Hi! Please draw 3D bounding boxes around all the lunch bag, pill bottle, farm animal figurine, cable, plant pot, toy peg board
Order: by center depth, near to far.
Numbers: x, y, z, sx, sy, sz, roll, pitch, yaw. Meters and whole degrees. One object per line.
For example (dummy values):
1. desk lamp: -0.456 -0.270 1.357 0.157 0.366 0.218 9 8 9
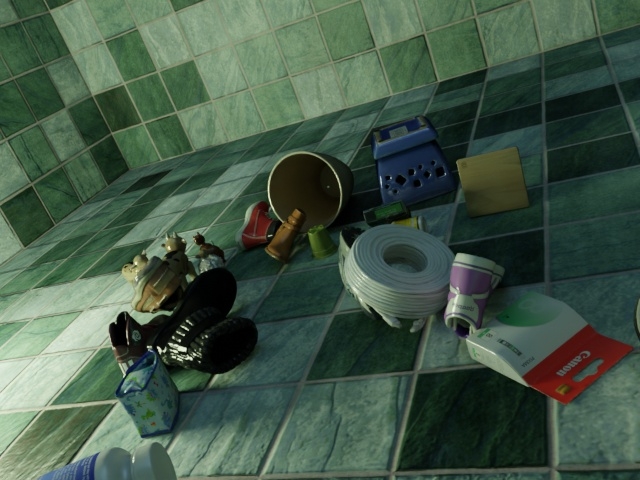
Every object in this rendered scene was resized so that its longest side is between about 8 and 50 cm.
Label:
1. pill bottle: -0.397 0.457 1.117 0.271 0.152 0.152 -22 23 0
2. lunch bag: -0.367 0.330 1.401 0.096 0.129 0.151 -15 24 14
3. cable: 0.181 0.064 1.431 0.257 0.089 0.257 34 44 27
4. toy peg board: 0.469 -0.161 1.725 0.161 0.161 0.079 -11 9 24
5. pill bottle: 0.229 -0.026 1.739 0.116 0.065 0.065 -12 24 21
6. plant pot: 0.000 0.000 1.868 0.083 0.079 0.083 -18 24 8
7. farm animal figurine: -0.472 0.075 2.003 0.330 0.172 0.327 -24 23 -4
8. plant pot: 0.279 -0.255 2.015 0.235 0.212 0.236 -17 23 8
9. plant pot: 0.003 -0.178 2.101 0.256 0.257 0.274 -10 9 26

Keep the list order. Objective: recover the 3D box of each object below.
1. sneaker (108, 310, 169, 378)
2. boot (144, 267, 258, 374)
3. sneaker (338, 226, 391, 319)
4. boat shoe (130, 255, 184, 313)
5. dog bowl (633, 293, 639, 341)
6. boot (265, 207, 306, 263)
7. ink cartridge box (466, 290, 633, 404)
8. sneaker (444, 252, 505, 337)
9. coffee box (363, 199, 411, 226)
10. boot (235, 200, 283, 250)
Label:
1. sneaker: -0.463 0.231 1.661 0.106 0.163 0.281 -18 23 9
2. boot: -0.250 0.194 1.587 0.260 0.131 0.348 -11 35 41
3. sneaker: 0.110 0.097 1.547 0.110 0.122 0.283 2 40 -15
4. boat shoe: -0.433 0.149 1.727 0.123 0.116 0.324 -57 1 -21
5. dog bowl: 0.658 0.148 0.865 0.407 0.151 0.408 -18 22 8
6. boot: -0.096 -0.020 1.922 0.152 0.073 0.197 -53 17 10
7. ink cartridge box: 0.402 0.182 1.143 0.181 0.056 0.224 -31 23 -20
8. sneaker: 0.302 0.114 1.304 0.102 0.161 0.282 12 0 23
9. coffee box: 0.191 -0.067 1.781 0.113 0.041 0.184 -17 -10 11
10. boot: -0.170 -0.064 2.161 0.176 0.088 0.244 -12 33 21
